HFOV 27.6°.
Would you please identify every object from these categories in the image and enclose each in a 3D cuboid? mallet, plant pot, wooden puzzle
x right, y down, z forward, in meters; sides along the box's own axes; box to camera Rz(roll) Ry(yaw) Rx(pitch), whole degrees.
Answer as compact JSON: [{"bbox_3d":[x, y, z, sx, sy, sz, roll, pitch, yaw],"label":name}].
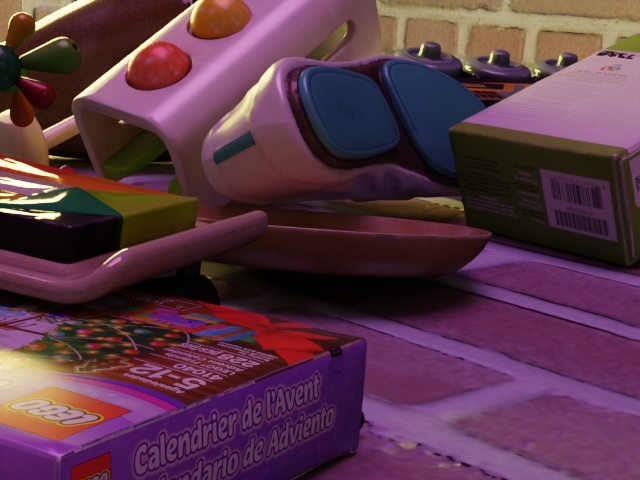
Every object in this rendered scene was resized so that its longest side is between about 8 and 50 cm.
[{"bbox_3d":[-0.037,0.058,0.678,0.062,0.039,0.189,-13,23,-44],"label":"mallet"},{"bbox_3d":[-0.227,-0.170,1.384,0.230,0.215,0.215,-12,12,2],"label":"plant pot"},{"bbox_3d":[0.000,0.000,0.910,0.236,0.032,0.236,4,5,0],"label":"plant pot"},{"bbox_3d":[-0.170,-0.017,0.696,0.238,0.044,0.221,8,9,15],"label":"wooden puzzle"}]

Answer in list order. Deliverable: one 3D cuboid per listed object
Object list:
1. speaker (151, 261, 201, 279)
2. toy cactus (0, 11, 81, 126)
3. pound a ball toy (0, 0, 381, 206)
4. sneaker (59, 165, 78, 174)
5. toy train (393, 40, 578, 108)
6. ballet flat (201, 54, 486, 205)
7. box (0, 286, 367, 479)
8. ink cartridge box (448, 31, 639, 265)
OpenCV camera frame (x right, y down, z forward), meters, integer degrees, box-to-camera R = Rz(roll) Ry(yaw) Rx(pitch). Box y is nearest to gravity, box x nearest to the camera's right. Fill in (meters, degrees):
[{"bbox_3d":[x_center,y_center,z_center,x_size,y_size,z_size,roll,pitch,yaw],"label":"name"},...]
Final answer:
[{"bbox_3d":[-0.145,0.011,0.818,0.136,0.055,0.055,5,12,11],"label":"speaker"},{"bbox_3d":[-0.305,-0.128,1.025,0.219,0.112,0.180,12,28,7],"label":"toy cactus"},{"bbox_3d":[-0.124,-0.155,1.161,0.208,0.136,0.319,22,52,34],"label":"pound a ball toy"},{"bbox_3d":[-0.199,-0.030,0.888,0.118,0.042,0.067,33,25,-40],"label":"sneaker"},{"bbox_3d":[0.208,-0.123,1.411,0.333,0.142,0.190,1,24,-22],"label":"toy train"},{"bbox_3d":[0.029,-0.086,1.126,0.139,0.139,0.400,9,7,27],"label":"ballet flat"},{"bbox_3d":[-0.154,0.058,0.572,0.293,0.057,0.201,10,13,30],"label":"box"},{"bbox_3d":[0.268,-0.090,1.118,0.255,0.097,0.188,-28,27,-30],"label":"ink cartridge box"}]
